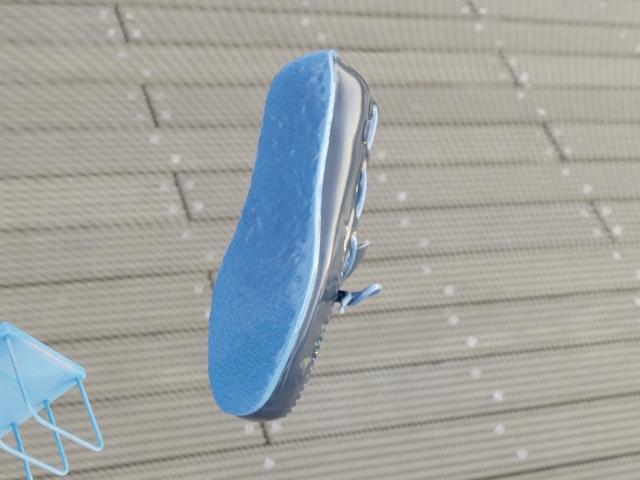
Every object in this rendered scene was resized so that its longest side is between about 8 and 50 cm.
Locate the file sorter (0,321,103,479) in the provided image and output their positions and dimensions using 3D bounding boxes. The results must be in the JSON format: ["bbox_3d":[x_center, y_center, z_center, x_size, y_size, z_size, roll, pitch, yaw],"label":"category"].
[{"bbox_3d":[-0.300,0.179,1.095,0.118,0.170,0.104,45,13,-51],"label":"file sorter"}]

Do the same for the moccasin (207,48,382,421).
[{"bbox_3d":[0.000,0.000,1.089,0.116,0.137,0.342,28,73,-44],"label":"moccasin"}]
